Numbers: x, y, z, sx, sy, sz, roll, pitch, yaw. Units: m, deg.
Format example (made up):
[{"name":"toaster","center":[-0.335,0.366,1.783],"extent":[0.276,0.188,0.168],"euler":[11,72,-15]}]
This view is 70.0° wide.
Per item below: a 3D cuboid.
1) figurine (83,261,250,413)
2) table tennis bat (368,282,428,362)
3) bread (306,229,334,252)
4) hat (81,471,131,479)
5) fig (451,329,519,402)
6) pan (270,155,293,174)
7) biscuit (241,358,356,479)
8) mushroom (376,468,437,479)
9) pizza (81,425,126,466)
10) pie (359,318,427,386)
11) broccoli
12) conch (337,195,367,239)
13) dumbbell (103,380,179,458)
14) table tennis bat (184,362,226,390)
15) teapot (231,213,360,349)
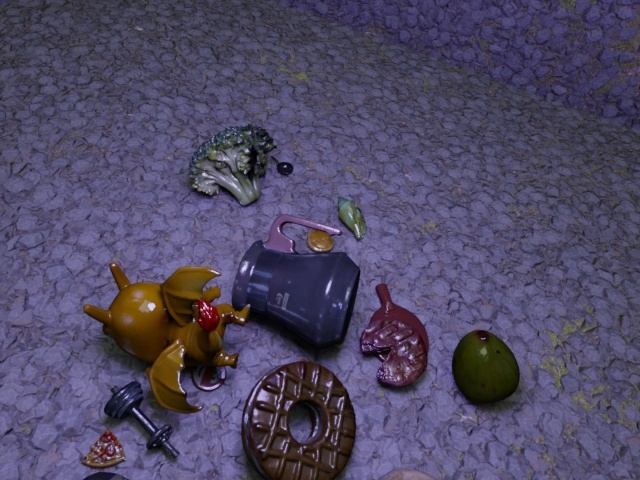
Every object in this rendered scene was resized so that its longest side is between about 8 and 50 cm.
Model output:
[{"name":"figurine","center":[-0.404,0.215,1.262],"extent":[0.386,0.401,0.268],"euler":[13,20,6]},{"name":"table tennis bat","center":[0.247,0.283,1.524],"extent":[0.200,0.038,0.310],"euler":[-6,55,-14]},{"name":"bread","center":[0.000,0.000,1.700],"extent":[0.110,0.024,0.110],"euler":[5,52,-6]},{"name":"hat","center":[-0.536,0.715,0.967],"extent":[0.366,0.257,0.382],"euler":[19,72,2]},{"name":"fig","center":[0.502,0.374,1.391],"extent":[0.202,0.225,0.203],"euler":[-8,36,5]},{"name":"pan","center":[-0.165,-0.311,1.904],"extent":[0.115,0.023,0.068],"euler":[41,58,16]},{"name":"biscuit","center":[-0.052,0.489,1.220],"extent":[0.331,0.103,0.332],"euler":[14,60,-25]},{"name":"mushroom","center":[0.198,0.677,1.123],"extent":[0.188,0.195,0.254],"euler":[26,50,14]},{"name":"pizza","center":[-0.568,0.549,1.184],"extent":[0.099,0.029,0.100],"euler":[-26,62,-25]},{"name":"pie","center":[0.231,0.349,1.431],"extent":[0.204,0.054,0.219],"euler":[-9,57,-13]},{"name":"broccoli","center":[-0.315,-0.275,1.716],"extent":[0.347,0.293,0.281],"euler":[-33,103,-18]},{"name":"conch","center":[0.120,-0.096,1.765],"extent":[0.094,0.079,0.201],"euler":[-23,77,-39]},{"name":"dumbbell","center":[-0.468,0.480,1.213],"extent":[0.254,0.110,0.110],"euler":[40,57,12]},{"name":"table tennis bat","center":[-0.355,0.388,1.352],"extent":[0.154,0.019,0.098],"euler":[19,53,0]},{"name":"teapot","center":[-0.068,0.121,1.414],"extent":[0.361,0.305,0.376],"euler":[14,87,9]}]
